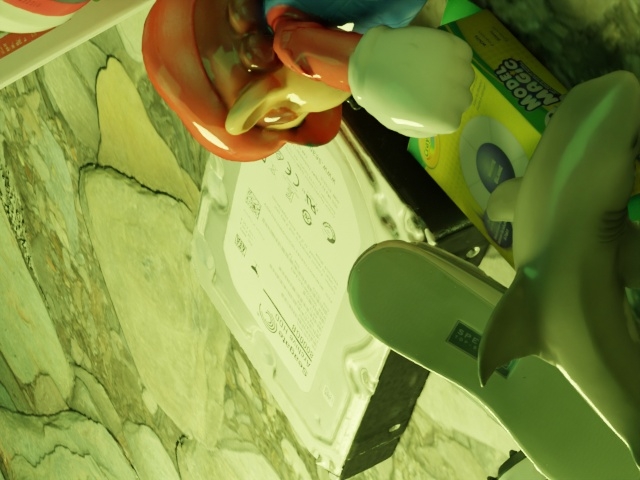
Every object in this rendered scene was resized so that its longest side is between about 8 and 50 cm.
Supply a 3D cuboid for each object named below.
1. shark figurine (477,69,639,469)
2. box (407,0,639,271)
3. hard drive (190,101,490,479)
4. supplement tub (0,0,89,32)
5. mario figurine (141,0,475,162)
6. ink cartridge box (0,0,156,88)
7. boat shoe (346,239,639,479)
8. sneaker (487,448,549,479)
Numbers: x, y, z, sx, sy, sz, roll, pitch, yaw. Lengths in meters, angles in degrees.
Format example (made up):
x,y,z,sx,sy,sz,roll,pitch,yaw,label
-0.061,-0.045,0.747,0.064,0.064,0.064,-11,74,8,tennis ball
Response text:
x,y,z,sx,sy,sz,roll,pitch,yaw,label
0.138,0.063,0.829,0.166,0.116,0.278,-10,109,56,shark figurine
0.110,-0.052,0.933,0.179,0.043,0.105,52,150,32,box
0.000,0.000,1.167,0.237,0.064,0.339,56,153,24,hard drive
-0.109,-0.250,0.821,0.272,0.191,0.191,-34,76,22,supplement tub
0.034,-0.141,0.899,0.170,0.198,0.320,48,141,-1,mario figurine
-0.284,-0.229,0.988,0.309,0.272,0.130,63,169,-20,ink cartridge box
0.121,0.070,0.955,0.227,0.081,0.079,36,107,6,boat shoe
0.136,0.231,1.072,0.106,0.078,0.234,56,150,28,sneaker
